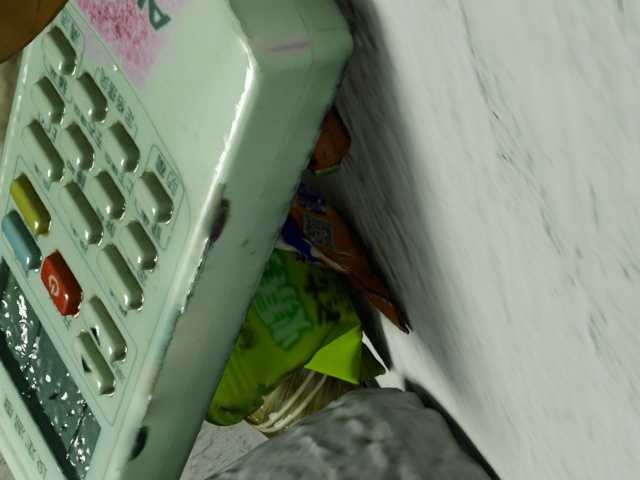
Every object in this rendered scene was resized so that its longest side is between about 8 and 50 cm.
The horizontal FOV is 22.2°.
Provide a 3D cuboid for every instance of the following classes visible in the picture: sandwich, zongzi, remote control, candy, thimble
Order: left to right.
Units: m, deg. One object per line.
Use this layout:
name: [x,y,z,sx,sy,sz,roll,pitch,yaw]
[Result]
remote control: [-0.082,-0.005,0.665,0.145,0.050,0.344,55,143,28]
candy: [-0.030,0.013,0.839,0.149,0.069,0.246,65,-169,8]
sandwich: [-0.014,-0.060,0.675,0.069,0.026,0.101,40,164,53]
zongzi: [-0.004,0.107,1.093,0.184,0.084,0.187,46,179,1]
thimble: [0.038,0.206,0.891,0.245,0.157,0.217,64,172,-30]

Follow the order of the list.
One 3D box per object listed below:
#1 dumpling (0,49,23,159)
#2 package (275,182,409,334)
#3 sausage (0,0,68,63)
dumpling: [-0.150,-0.099,0.816,0.086,0.166,0.332,50,167,49]
package: [0.001,-0.001,0.780,0.077,0.033,0.111,29,175,44]
sausage: [-0.125,-0.151,0.516,0.134,0.116,0.354,-67,28,28]
